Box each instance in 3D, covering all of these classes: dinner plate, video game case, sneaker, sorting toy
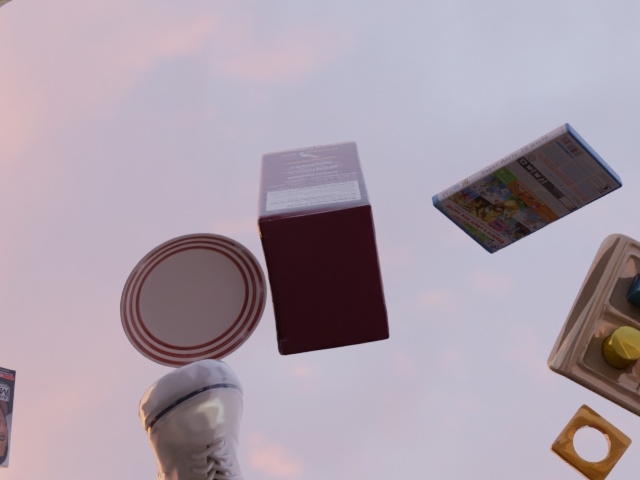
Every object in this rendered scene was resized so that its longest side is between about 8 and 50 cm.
[{"bbox_3d":[-0.119,0.055,1.274,0.141,0.141,0.017,59,-4,-30],"label":"dinner plate"},{"bbox_3d":[0.218,-0.052,1.436,0.166,0.015,0.119,-29,-43,25],"label":"video game case"},{"bbox_3d":[-0.098,0.188,1.193,0.091,0.094,0.258,61,-15,26],"label":"sneaker"},{"bbox_3d":[0.357,0.100,1.418,0.196,0.347,0.047,26,-24,7],"label":"sorting toy"}]

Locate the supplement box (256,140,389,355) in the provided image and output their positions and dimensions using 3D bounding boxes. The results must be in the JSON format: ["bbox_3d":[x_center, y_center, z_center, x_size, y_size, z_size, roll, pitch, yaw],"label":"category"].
[{"bbox_3d":[0.000,0.000,1.018,0.081,0.188,0.104,-8,-72,1],"label":"supplement box"}]

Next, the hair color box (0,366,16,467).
[{"bbox_3d":[-0.473,0.248,1.926,0.043,0.141,0.072,-10,-20,30],"label":"hair color box"}]

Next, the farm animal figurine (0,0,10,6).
[{"bbox_3d":[-0.359,-0.323,1.374,0.172,0.330,0.327,1,-30,-37],"label":"farm animal figurine"}]
